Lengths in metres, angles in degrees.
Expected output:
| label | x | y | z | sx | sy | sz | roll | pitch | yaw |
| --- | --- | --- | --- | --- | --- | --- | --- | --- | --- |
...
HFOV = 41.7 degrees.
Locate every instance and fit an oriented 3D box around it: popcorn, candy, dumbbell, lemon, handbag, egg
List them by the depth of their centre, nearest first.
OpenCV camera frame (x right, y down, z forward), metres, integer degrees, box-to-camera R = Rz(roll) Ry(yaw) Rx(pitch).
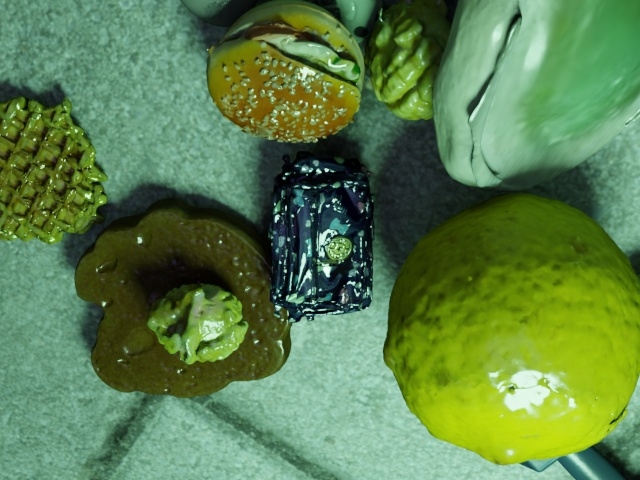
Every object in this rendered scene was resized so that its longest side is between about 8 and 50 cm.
| label | x | y | z | sx | sy | sz | roll | pitch | yaw |
| --- | --- | --- | --- | --- | --- | --- | --- | --- | --- |
| candy | 0.289 | -0.242 | 1.030 | 0.186 | 0.386 | 0.426 | 50 | 132 | 37 |
| lemon | 0.259 | 0.107 | 1.126 | 0.350 | 0.387 | 0.349 | 11 | 153 | 6 |
| popcorn | 0.130 | -0.251 | 1.141 | 0.143 | 0.173 | 0.173 | 3 | 109 | 3 |
| egg | -0.149 | -0.394 | 1.154 | 0.147 | 0.146 | 0.198 | -6 | 115 | 14 |
| handbag | 0.000 | 0.000 | 1.257 | 0.162 | 0.113 | 0.260 | -1 | 109 | -9 |
| dumbbell | 0.424 | 0.359 | 1.291 | 0.325 | 0.160 | 0.144 | 43 | 81 | -6 |
| popcorn | -0.187 | 0.126 | 1.291 | 0.145 | 0.126 | 0.125 | 20 | 86 | 18 |

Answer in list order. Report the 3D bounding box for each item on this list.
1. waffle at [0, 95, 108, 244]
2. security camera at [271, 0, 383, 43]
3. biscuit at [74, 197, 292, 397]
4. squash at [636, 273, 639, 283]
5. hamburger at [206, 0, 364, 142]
| label | x | y | z | sx | sy | sz | roll | pitch | yaw |
| --- | --- | --- | --- | --- | --- | --- | --- | --- | --- |
| waffle | -0.470 | -0.112 | 1.367 | 0.245 | 0.052 | 0.254 | -12 | 107 | 14 |
| security camera | -0.002 | -0.389 | 1.125 | 0.157 | 0.080 | 0.301 | -3 | 141 | 11 |
| biscuit | -0.232 | 0.113 | 1.382 | 0.381 | 0.074 | 0.359 | -36 | 98 | 22 |
| squash | 0.490 | 0.104 | 1.211 | 0.288 | 0.137 | 0.137 | -35 | 98 | 26 |
| hamburger | -0.050 | -0.227 | 1.165 | 0.237 | 0.147 | 0.236 | 2 | 141 | 2 |
